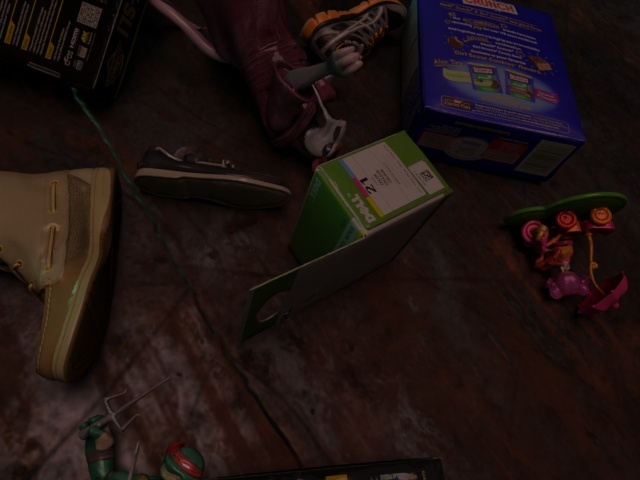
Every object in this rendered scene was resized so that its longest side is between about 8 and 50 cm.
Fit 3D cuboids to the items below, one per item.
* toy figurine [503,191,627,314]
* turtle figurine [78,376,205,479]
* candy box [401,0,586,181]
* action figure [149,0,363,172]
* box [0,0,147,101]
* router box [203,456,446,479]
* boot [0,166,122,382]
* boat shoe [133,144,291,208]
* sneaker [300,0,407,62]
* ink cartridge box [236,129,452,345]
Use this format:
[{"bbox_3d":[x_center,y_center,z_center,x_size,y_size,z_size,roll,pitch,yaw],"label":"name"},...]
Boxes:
[{"bbox_3d":[0.372,0.029,0.692,0.173,0.130,0.159,-5,71,7],"label":"toy figurine"},{"bbox_3d":[-0.178,0.246,0.405,0.234,0.175,0.118,-49,118,-19],"label":"turtle figurine"},{"bbox_3d":[0.279,-0.281,0.819,0.268,0.122,0.317,10,61,-8],"label":"candy box"},{"bbox_3d":[-0.079,-0.249,0.672,0.275,0.248,0.370,-21,94,13],"label":"action figure"},{"bbox_3d":[-0.366,-0.392,0.642,0.257,0.079,0.322,20,94,-1],"label":"box"},{"bbox_3d":[0.014,0.370,0.418,0.242,0.081,0.309,2,62,-13],"label":"router box"},{"bbox_3d":[-0.335,0.024,0.508,0.203,0.095,0.262,2,60,-14],"label":"boot"},{"bbox_3d":[-0.140,-0.090,0.635,0.206,0.075,0.065,6,64,-6],"label":"boat shoe"},{"bbox_3d":[0.070,-0.366,0.842,0.214,0.084,0.083,-26,81,-20],"label":"sneaker"},{"bbox_3d":[0.000,0.000,0.553,0.255,0.189,0.097,-26,72,-25],"label":"ink cartridge box"}]
